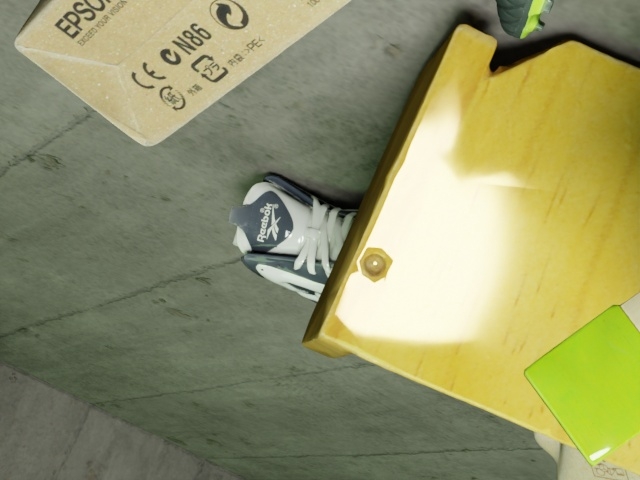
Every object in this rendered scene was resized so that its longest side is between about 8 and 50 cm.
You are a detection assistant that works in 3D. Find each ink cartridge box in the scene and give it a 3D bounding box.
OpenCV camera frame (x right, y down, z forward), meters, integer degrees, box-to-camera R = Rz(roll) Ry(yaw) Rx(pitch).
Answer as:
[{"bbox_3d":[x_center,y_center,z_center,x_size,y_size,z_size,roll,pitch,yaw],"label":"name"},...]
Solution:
[{"bbox_3d":[-0.015,-0.170,0.602,0.088,0.193,0.235,37,144,-19],"label":"ink cartridge box"}]

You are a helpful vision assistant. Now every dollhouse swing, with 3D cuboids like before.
[{"bbox_3d":[0.192,0.026,1.035,0.347,0.315,0.305,23,-169,-3],"label":"dollhouse swing"}]

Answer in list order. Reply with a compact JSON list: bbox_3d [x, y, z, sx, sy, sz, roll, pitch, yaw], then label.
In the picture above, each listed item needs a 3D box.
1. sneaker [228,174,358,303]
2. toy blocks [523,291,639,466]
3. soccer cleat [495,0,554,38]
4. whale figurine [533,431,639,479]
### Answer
[{"bbox_3d":[0.000,0.000,1.222,0.153,0.094,0.235,21,172,-23],"label":"sneaker"},{"bbox_3d":[0.282,0.004,0.674,0.190,0.381,0.261,54,180,13],"label":"toy blocks"},{"bbox_3d":[0.104,-0.178,0.736,0.072,0.060,0.179,26,155,17],"label":"soccer cleat"},{"bbox_3d":[0.316,0.184,1.371,0.216,0.141,0.272,2,128,42],"label":"whale figurine"}]
